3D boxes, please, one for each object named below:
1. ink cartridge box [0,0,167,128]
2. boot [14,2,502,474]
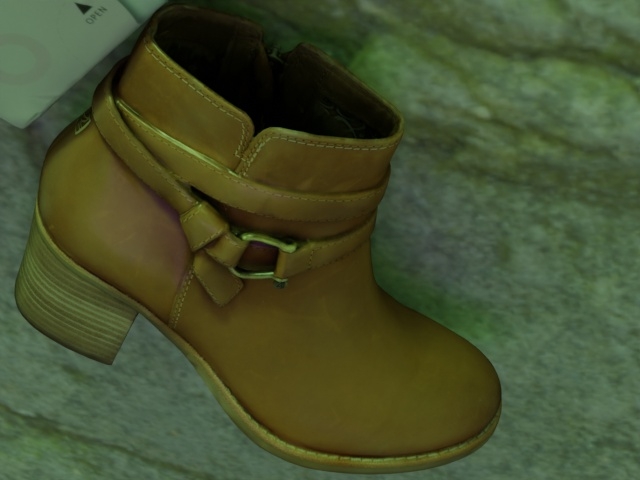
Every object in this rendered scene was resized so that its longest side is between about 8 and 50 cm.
[{"bbox_3d":[-0.170,-0.160,0.838,0.232,0.066,0.189,26,139,-28],"label":"ink cartridge box"},{"bbox_3d":[0.000,0.000,0.989,0.283,0.109,0.220,25,136,-9],"label":"boot"}]
